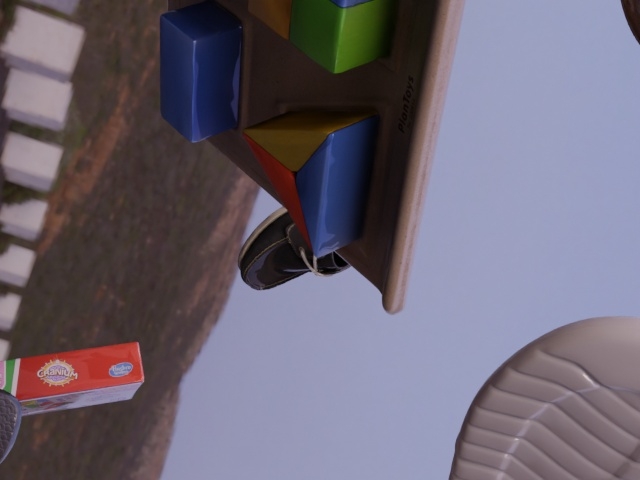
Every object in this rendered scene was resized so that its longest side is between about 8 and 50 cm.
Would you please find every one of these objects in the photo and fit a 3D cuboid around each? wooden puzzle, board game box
[{"bbox_3d":[-0.040,-0.153,0.727,0.348,0.080,0.322,46,-36,36],"label":"wooden puzzle"},{"bbox_3d":[-0.449,0.231,1.631,0.242,0.316,0.064,135,-54,-69],"label":"board game box"}]

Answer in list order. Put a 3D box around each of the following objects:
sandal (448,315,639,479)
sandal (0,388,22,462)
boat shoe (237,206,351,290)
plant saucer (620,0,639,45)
[{"bbox_3d":[0.195,0.192,0.919,0.102,0.169,0.416,-63,176,-49],"label":"sandal"},{"bbox_3d":[-0.440,0.269,1.226,0.254,0.097,0.054,-53,-176,13],"label":"sandal"},{"bbox_3d":[0.000,0.000,1.116,0.233,0.084,0.079,-29,-135,28],"label":"boat shoe"},{"bbox_3d":[0.272,-0.197,0.708,0.168,0.029,0.169,25,-62,60],"label":"plant saucer"}]
